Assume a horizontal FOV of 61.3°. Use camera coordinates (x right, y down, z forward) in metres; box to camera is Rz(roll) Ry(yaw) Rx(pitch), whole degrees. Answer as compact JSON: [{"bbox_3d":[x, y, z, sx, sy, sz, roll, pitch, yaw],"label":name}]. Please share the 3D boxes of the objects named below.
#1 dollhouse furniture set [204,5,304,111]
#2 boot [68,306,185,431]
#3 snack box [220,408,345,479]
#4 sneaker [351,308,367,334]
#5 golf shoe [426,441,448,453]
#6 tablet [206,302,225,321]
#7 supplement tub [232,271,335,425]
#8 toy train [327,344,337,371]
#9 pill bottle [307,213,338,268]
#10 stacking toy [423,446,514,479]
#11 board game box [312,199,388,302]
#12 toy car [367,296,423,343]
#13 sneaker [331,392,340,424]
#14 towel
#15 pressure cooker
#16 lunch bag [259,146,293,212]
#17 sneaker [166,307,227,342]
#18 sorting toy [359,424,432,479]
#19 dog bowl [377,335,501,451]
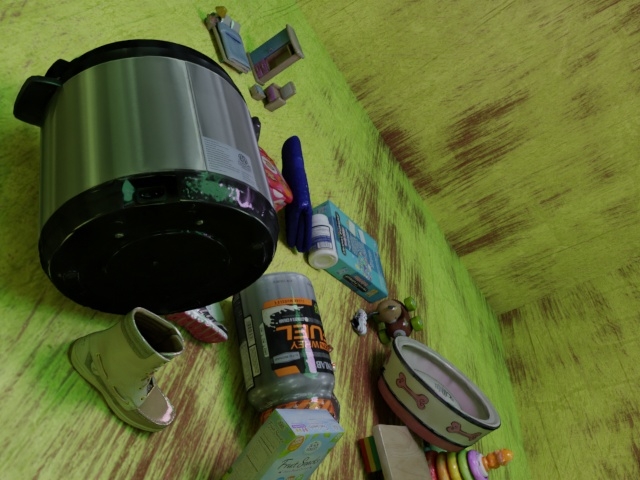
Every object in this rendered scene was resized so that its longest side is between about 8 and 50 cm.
[{"bbox_3d":[-0.216,-0.658,1.870,0.303,0.198,0.286,14,52,-60],"label":"dollhouse furniture set"},{"bbox_3d":[-0.273,0.210,0.860,0.213,0.165,0.077,52,26,-19],"label":"boot"},{"bbox_3d":[-0.075,0.411,1.002,0.070,0.207,0.175,40,9,35],"label":"snack box"},{"bbox_3d":[0.124,0.259,1.790,0.069,0.038,0.098,43,29,-39],"label":"sneaker"},{"bbox_3d":[0.447,0.759,1.823,0.105,0.120,0.272,24,43,-53],"label":"golf shoe"},{"bbox_3d":[-0.243,0.156,1.184,0.083,0.006,0.054,-1,66,-65],"label":"tablet"},{"bbox_3d":[-0.080,0.244,1.191,0.194,0.194,0.315,28,41,-53],"label":"supplement tub"},{"bbox_3d":[0.006,0.286,1.392,0.166,0.046,0.125,24,-45,69],"label":"toy train"},{"bbox_3d":[0.000,0.000,1.741,0.094,0.094,0.169,39,33,-43],"label":"pill bottle"},{"bbox_3d":[0.452,0.701,1.659,0.175,0.302,0.165,7,59,-64],"label":"stacking toy"},{"bbox_3d":[0.108,0.045,1.936,0.336,0.079,0.253,38,34,-44],"label":"board game box"},{"bbox_3d":[0.243,0.263,1.863,0.188,0.155,0.148,33,37,-58],"label":"toy car"},{"bbox_3d":[-0.022,0.363,1.312,0.135,0.098,0.276,61,6,-51],"label":"sneaker"},{"bbox_3d":[-0.081,-0.140,1.653,0.227,0.076,0.308,91,-9,-50],"label":"towel"},{"bbox_3d":[-0.276,-0.124,0.929,0.369,0.376,0.420,80,-6,-60],"label":"pressure cooker"},{"bbox_3d":[-0.220,-0.205,1.465,0.293,0.120,0.258,30,26,-55],"label":"lunch bag"},{"bbox_3d":[-0.250,0.147,1.104,0.170,0.063,0.074,42,37,-30],"label":"sneaker"},{"bbox_3d":[0.214,0.653,1.489,0.257,0.090,0.255,30,40,-52],"label":"sorting toy"},{"bbox_3d":[0.357,0.490,1.712,0.408,0.150,0.408,34,11,-7],"label":"dog bowl"}]
